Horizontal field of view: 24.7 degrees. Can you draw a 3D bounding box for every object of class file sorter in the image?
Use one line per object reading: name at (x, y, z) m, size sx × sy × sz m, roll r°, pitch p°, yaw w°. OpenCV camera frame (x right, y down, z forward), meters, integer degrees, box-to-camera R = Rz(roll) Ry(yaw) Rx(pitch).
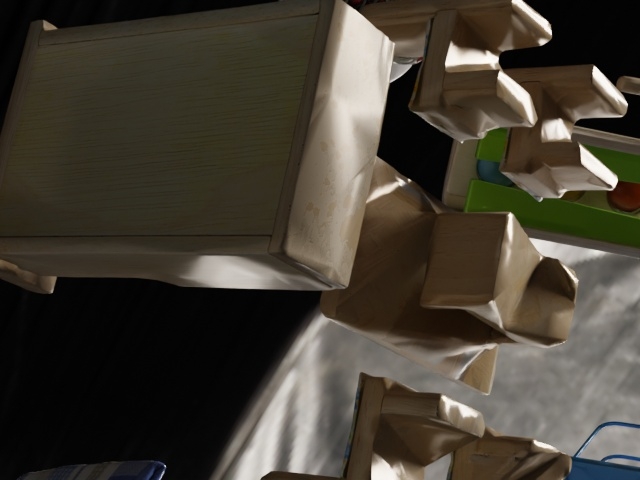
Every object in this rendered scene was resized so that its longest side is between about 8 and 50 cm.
file sorter at (0.334, 0.289, 1.528) m, size 0.118 × 0.170 × 0.104 m, roll 5°, pitch 24°, yaw 34°

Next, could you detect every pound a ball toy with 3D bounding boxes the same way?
pound a ball toy at (0.314, -0.097, 1.625) m, size 0.319 × 0.208 × 0.136 m, roll 9°, pitch 10°, yaw -13°

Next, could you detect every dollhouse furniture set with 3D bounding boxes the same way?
dollhouse furniture set at (0.000, 0.000, 1.019) m, size 0.256 × 0.362 × 0.394 m, roll 1°, pitch -18°, yaw 36°

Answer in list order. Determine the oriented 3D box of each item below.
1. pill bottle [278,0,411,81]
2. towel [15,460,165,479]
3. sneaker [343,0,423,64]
pill bottle at (0.039, -0.378, 1.895) m, size 0.210 × 0.363 × 0.210 m, roll -3°, pitch 53°, yaw 3°
towel at (-0.266, 0.284, 1.319) m, size 0.034 × 0.285 × 0.209 m, roll 50°, pitch 56°, yaw -17°
sneaker at (0.020, -0.253, 1.440) m, size 0.225 × 0.088 × 0.093 m, roll 41°, pitch 17°, yaw 7°
